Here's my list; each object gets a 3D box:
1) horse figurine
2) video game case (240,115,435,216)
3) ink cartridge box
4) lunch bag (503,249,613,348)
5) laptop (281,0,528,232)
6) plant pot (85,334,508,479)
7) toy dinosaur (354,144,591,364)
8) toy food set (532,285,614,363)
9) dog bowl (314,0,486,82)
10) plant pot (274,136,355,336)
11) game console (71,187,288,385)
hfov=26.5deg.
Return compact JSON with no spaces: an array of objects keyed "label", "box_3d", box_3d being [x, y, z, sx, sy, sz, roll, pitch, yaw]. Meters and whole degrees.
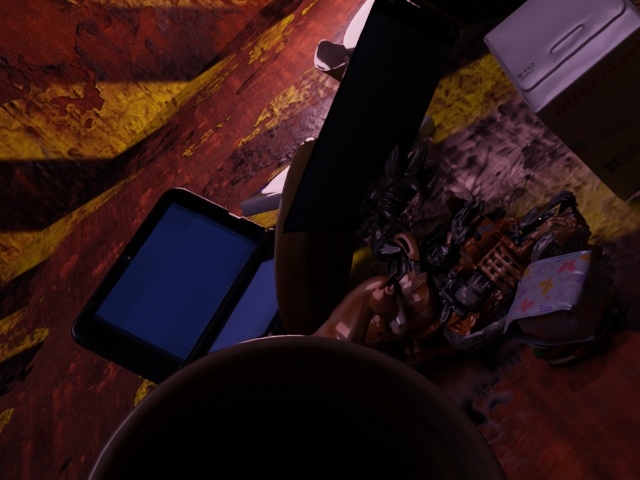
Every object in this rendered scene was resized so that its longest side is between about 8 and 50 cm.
[{"label":"horse figurine","box_3d":[-0.004,0.147,1.339,0.263,0.066,0.174,-29,65,51]},{"label":"video game case","box_3d":[0.024,-0.098,1.798,0.212,0.023,0.193,-12,19,34]},{"label":"ink cartridge box","box_3d":[0.266,-0.152,1.280,0.128,0.176,0.127,-40,44,14]},{"label":"lunch bag","box_3d":[0.202,0.053,1.176,0.083,0.053,0.071,-13,39,41]},{"label":"laptop","box_3d":[0.184,-0.165,1.490,0.408,0.236,0.382,-11,-1,17]},{"label":"plant pot","box_3d":[-0.049,0.258,1.035,0.323,0.323,0.280,-55,6,-25]},{"label":"toy dinosaur","box_3d":[0.111,0.035,1.342,0.322,0.164,0.218,-18,44,12]},{"label":"toy food set","box_3d":[0.224,0.075,1.198,0.083,0.020,0.082,-30,25,36]},{"label":"dog bowl","box_3d":[0.150,-0.352,2.073,0.349,0.102,0.349,-40,20,17]},{"label":"plant pot","box_3d":[0.000,0.000,1.564,0.032,0.236,0.236,3,41,17]},{"label":"game console","box_3d":[-0.140,0.046,1.768,0.250,0.173,0.293,-23,30,49]}]
